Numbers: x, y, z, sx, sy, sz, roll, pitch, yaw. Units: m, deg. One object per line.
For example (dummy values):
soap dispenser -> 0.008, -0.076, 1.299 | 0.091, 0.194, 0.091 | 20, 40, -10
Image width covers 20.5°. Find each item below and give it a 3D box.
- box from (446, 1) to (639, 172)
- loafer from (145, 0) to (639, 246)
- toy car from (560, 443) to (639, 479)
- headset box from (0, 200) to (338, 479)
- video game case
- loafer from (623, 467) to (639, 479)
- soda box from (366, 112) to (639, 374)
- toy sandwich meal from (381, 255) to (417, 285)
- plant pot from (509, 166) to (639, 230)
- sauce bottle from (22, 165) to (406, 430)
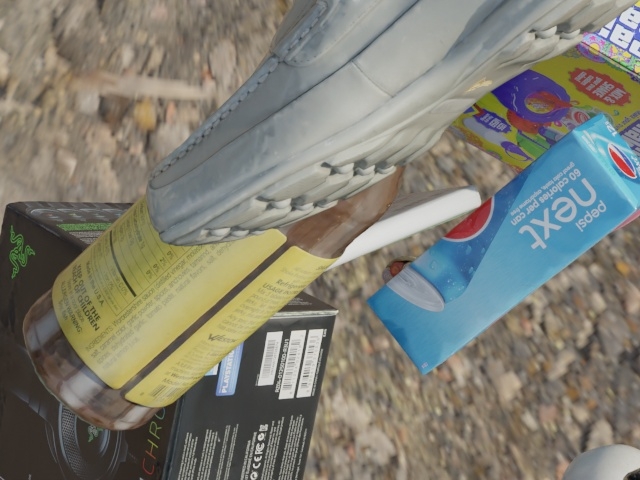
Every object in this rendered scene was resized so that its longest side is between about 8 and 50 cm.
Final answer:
box -> 0.248, -0.211, 1.425 | 0.177, 0.290, 0.279 | 29, 74, -5
loafer -> 0.031, -0.104, 0.884 | 0.319, 0.112, 0.111 | -34, 77, 22
toy car -> 0.164, 0.234, 1.200 | 0.136, 0.182, 0.159 | 1, 62, -30
headset box -> -0.142, 0.120, 1.331 | 0.131, 0.283, 0.246 | -1, 109, -40
video game case -> 0.000, 0.000, 1.520 | 0.212, 0.193, 0.023 | -23, 100, -37
loafer -> 0.112, 0.098, 0.435 | 0.062, 0.170, 0.061 | 19, 92, -13
soda box -> 0.134, 0.004, 1.252 | 0.210, 0.067, 0.071 | -41, 83, 29
toy sandwich meal -> 0.093, 0.054, 1.733 | 0.086, 0.029, 0.085 | 22, 133, 26
plant pot -> 0.234, -0.130, 1.699 | 0.180, 0.201, 0.201 | 34, 99, -25
sauce bottle -> -0.030, -0.022, 1.054 | 0.344, 0.111, 0.111 | -40, 103, 21
